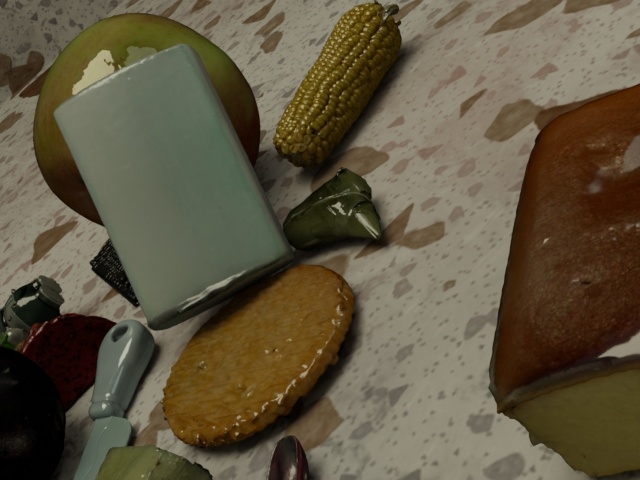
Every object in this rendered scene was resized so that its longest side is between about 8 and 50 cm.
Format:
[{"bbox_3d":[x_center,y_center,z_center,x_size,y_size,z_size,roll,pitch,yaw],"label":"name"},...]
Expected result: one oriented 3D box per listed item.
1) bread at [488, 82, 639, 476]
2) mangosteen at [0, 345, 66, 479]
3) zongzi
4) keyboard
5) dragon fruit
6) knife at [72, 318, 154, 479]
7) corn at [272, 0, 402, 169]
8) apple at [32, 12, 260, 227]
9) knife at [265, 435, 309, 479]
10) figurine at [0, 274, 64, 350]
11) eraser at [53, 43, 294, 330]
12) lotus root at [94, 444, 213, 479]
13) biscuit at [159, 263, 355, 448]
[{"bbox_3d":[0.302,-0.009,0.795,0.324,0.143,0.333,-21,33,34],"label":"bread"},{"bbox_3d":[-0.417,0.241,1.289,0.250,0.211,0.211,-55,17,33],"label":"mangosteen"},{"bbox_3d":[0.000,0.000,1.268,0.154,0.062,0.130,-38,38,17],"label":"zongzi"},{"bbox_3d":[-0.285,0.038,1.597,0.072,0.023,0.231,-48,28,-9],"label":"keyboard"},{"bbox_3d":[-0.337,0.143,1.416,0.162,0.106,0.083,-47,27,-7],"label":"dragon fruit"},{"bbox_3d":[-0.247,0.223,1.263,0.080,0.044,0.331,-18,39,23],"label":"knife"},{"bbox_3d":[0.028,-0.211,1.500,0.106,0.106,0.293,-7,46,47],"label":"corn"},{"bbox_3d":[-0.243,-0.149,1.513,0.319,0.319,0.277,-1,48,51],"label":"apple"},{"bbox_3d":[-0.058,0.280,0.909,0.123,0.053,0.278,-24,25,30],"label":"knife"},{"bbox_3d":[-0.446,0.132,1.562,0.192,0.126,0.147,-46,44,14],"label":"figurine"},{"bbox_3d":[-0.173,-0.062,1.289,0.189,0.290,0.104,-27,-7,11],"label":"eraser"},{"bbox_3d":[-0.193,0.268,1.082,0.143,0.070,0.144,-17,35,39],"label":"lotus root"},{"bbox_3d":[-0.067,0.122,1.180,0.254,0.035,0.254,-31,27,18],"label":"biscuit"}]
